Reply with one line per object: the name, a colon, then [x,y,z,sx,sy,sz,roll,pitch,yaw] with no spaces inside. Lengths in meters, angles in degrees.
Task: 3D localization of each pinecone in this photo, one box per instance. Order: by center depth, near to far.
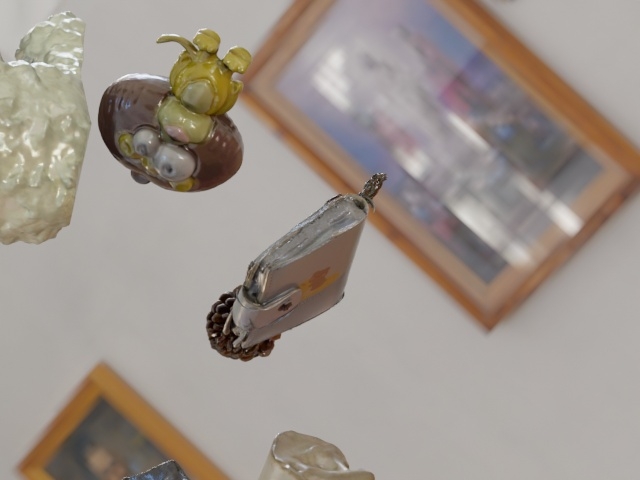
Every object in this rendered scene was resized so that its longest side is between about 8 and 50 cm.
pinecone: [-0.103,0.115,2.311,0.102,0.102,0.109,-51,-2,34]

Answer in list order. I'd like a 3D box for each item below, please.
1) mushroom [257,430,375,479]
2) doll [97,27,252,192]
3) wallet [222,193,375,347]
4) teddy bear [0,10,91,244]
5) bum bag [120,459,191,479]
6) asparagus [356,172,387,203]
mushroom: [-0.054,0.317,1.681,0.292,0.292,0.290,-28,-41,-76]
doll: [-0.140,-0.121,1.684,0.096,0.145,0.188,-72,-8,-45]
wallet: [-0.030,0.036,2.020,0.170,0.069,0.231,-30,-19,-23]
teddy bear: [-0.413,-0.124,1.754,0.375,0.362,0.327,-121,45,-65]
bum bag: [-0.140,0.399,2.177,0.137,0.310,0.074,-50,-13,19]
asparagus: [0.000,0.000,2.221,0.248,0.025,0.024,-45,-10,28]
